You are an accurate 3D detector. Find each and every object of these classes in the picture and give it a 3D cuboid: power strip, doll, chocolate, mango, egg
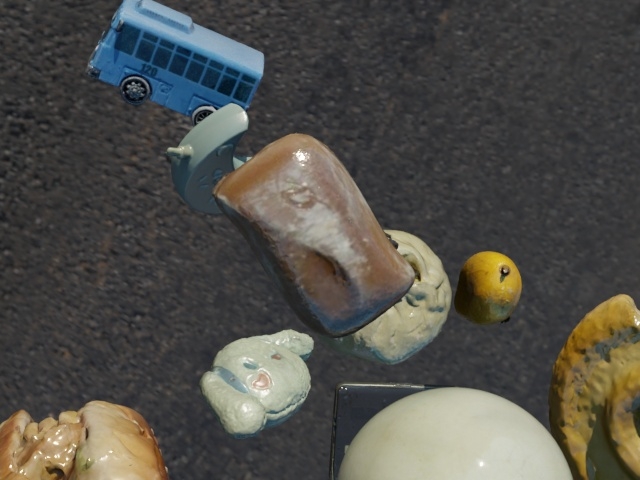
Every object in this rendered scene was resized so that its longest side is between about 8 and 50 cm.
[{"bbox_3d":[-0.134,-0.109,1.606,0.167,0.054,0.253,-37,157,12],"label":"power strip"},{"bbox_3d":[-0.064,0.148,1.179,0.214,0.103,0.071,-45,155,-64],"label":"doll"},{"bbox_3d":[-0.001,-0.001,1.337,0.161,0.083,0.261,-38,98,-1],"label":"chocolate"},{"bbox_3d":[0.224,0.069,1.554,0.066,0.187,0.101,-2,78,-13],"label":"mango"},{"bbox_3d":[0.084,0.174,0.741,0.151,0.209,0.151,2,78,-9],"label":"egg"}]

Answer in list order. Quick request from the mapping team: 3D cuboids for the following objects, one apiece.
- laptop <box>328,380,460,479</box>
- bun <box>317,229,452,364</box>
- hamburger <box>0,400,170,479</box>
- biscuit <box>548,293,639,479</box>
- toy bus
[{"bbox_3d":[0.116,0.288,1.663,0.207,0.026,0.154,5,89,-18],"label":"laptop"},{"bbox_3d":[0.089,0.076,1.704,0.231,0.231,0.133,-51,146,-16],"label":"bun"},{"bbox_3d":[-0.173,0.246,0.832,0.146,0.243,0.286,-4,151,-16],"label":"hamburger"},{"bbox_3d":[0.339,0.202,1.106,0.091,0.274,0.213,-18,139,-51],"label":"biscuit"},{"bbox_3d":[-0.205,-0.254,1.603,0.234,0.116,0.134,22,115,-13],"label":"toy bus"}]
